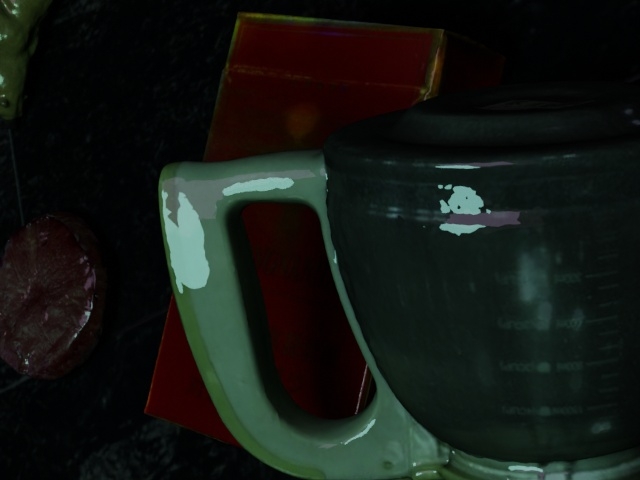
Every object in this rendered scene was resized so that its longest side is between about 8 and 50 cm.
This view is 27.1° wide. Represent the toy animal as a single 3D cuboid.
[{"bbox_3d":[-0.285,-0.221,1.241,0.101,0.103,0.219,29,96,14],"label":"toy animal"}]

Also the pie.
[{"bbox_3d":[-0.238,0.048,1.171,0.154,0.036,0.154,-9,75,37],"label":"pie"}]

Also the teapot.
[{"bbox_3d":[0.089,0.039,0.763,0.239,0.321,0.239,-151,54,-70],"label":"teapot"}]

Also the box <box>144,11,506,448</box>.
[{"bbox_3d":[0.000,0.001,0.960,0.197,0.089,0.313,12,89,40],"label":"box"}]
